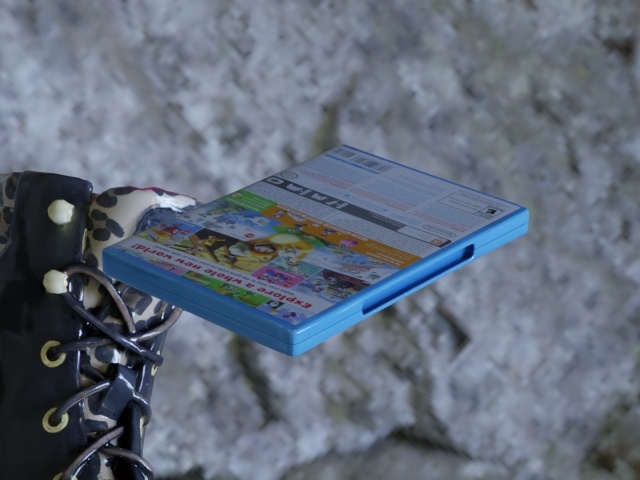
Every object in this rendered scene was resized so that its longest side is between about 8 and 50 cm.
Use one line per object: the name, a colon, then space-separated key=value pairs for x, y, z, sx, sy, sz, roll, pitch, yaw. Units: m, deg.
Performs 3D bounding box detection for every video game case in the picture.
video game case: x=0.000 y=0.000 z=0.865 sx=0.119 sy=0.166 sz=0.015 roll=22 pitch=-57 yaw=37

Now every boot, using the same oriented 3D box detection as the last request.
boot: x=-0.123 y=0.109 z=1.071 sx=0.138 sy=0.284 sz=0.377 roll=11 pitch=-2 yaw=-30
